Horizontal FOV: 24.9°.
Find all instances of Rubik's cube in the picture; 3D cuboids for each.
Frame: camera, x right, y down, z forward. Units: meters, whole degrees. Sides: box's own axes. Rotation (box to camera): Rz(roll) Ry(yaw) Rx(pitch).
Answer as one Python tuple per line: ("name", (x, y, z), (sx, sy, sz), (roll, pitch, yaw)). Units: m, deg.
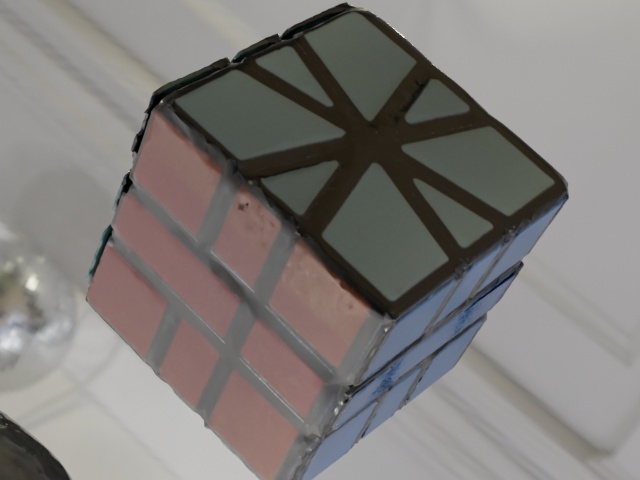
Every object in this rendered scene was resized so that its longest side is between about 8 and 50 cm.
("Rubik's cube", (0.000, 0.000, 1.295), (0.293, 0.283, 0.288), (44, -133, 13))

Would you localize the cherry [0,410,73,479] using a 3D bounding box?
("cherry", (-0.263, 0.202, 0.887), (0.296, 0.218, 0.255), (34, -149, -44))
